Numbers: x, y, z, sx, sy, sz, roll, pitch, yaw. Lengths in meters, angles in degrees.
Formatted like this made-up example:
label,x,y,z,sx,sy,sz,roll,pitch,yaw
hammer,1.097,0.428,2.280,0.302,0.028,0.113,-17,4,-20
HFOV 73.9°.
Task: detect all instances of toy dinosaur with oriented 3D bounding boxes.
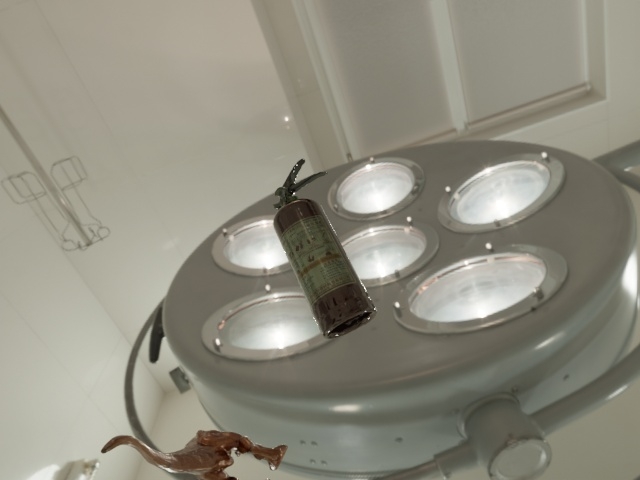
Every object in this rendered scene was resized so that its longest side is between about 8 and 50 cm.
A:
label,x,y,z,sx,sy,sz,roll,pitch,yaw
toy dinosaur,-0.168,0.364,0.712,0.208,0.432,0.097,14,-120,7

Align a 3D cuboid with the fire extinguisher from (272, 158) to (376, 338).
label,x,y,z,sx,sy,sz,roll,pitch,yaw
fire extinguisher,0.000,0.000,0.539,0.099,0.071,0.231,-34,-117,19
